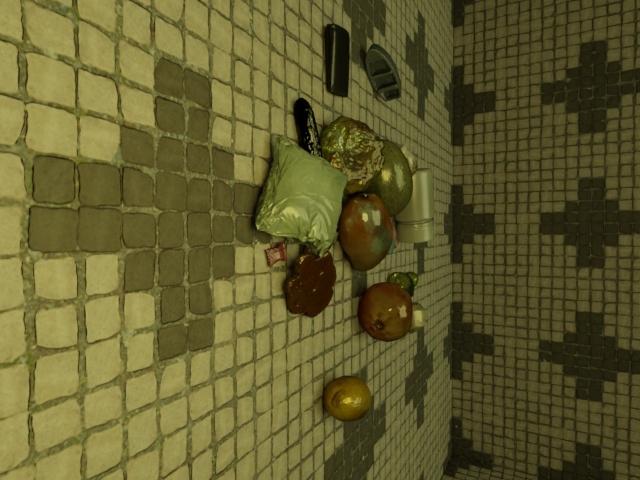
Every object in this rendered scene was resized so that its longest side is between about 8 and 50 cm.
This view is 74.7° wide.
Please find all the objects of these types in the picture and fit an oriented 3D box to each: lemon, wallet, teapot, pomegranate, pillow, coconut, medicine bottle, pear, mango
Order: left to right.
[{"bbox_3d":[-0.056,-0.126,1.252,0.283,0.138,0.310,28,67,-35],"label":"pillow"},{"bbox_3d":[0.067,-0.677,1.594,0.168,0.052,0.245,-18,111,-60],"label":"wallet"},{"bbox_3d":[0.100,0.583,1.549,0.207,0.170,0.170,22,71,-53],"label":"lemon"},{"bbox_3d":[0.177,-0.018,1.655,0.221,0.199,0.384,-36,141,-32],"label":"mango"},{"bbox_3d":[0.293,0.299,1.836,0.270,0.229,0.252,-54,137,-55],"label":"pomegranate"},{"bbox_3d":[0.344,-0.355,1.934,0.139,0.204,0.298,-58,170,-20],"label":"teapot"},{"bbox_3d":[0.486,0.416,2.264,0.161,0.161,0.162,-3,96,-61],"label":"coconut"},{"bbox_3d":[0.520,0.226,2.394,0.092,0.092,0.097,-9,98,-61],"label":"pear"},{"bbox_3d":[0.489,-0.185,2.203,0.211,0.211,0.371,-27,114,-58],"label":"medicine bottle"}]

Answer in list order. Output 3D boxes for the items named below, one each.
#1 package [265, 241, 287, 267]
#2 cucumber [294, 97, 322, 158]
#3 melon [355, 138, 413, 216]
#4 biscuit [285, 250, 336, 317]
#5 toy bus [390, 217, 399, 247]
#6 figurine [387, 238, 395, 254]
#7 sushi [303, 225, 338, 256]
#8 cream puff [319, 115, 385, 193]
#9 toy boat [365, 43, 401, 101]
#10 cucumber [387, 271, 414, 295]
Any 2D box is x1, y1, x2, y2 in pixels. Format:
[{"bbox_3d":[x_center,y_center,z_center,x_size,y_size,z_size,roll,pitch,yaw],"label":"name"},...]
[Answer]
[{"bbox_3d":[-0.133,0.044,1.258,0.083,0.029,0.059,-23,107,-50],"label":"package"},{"bbox_3d":[-0.034,-0.313,1.382,0.081,0.072,0.303,-16,106,-41],"label":"cucumber"},{"bbox_3d":[0.256,-0.254,1.736,0.248,0.248,0.329,-44,129,-53],"label":"melon"},{"bbox_3d":[-0.034,0.141,1.362,0.208,0.041,0.290,-40,139,-25],"label":"biscuit"},{"bbox_3d":[0.317,-0.039,2.014,0.203,0.090,0.063,62,39,-42],"label":"toy bus"},{"bbox_3d":[0.244,0.005,1.871,0.260,0.103,0.205,39,55,-43],"label":"figurine"},{"bbox_3d":[0.002,-0.002,1.435,0.097,0.103,0.226,50,44,-27],"label":"sushi"},{"bbox_3d":[0.097,-0.311,1.547,0.282,0.185,0.282,-2,96,-21],"label":"cream puff"},{"bbox_3d":[0.282,-0.761,1.898,0.283,0.127,0.078,50,48,-44],"label":"toy boat"},{"bbox_3d":[0.435,0.259,2.215,0.244,0.134,0.134,45,52,-58],"label":"cucumber"}]
